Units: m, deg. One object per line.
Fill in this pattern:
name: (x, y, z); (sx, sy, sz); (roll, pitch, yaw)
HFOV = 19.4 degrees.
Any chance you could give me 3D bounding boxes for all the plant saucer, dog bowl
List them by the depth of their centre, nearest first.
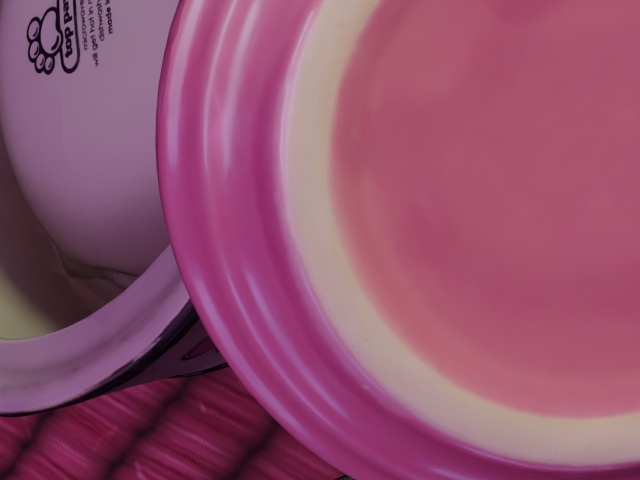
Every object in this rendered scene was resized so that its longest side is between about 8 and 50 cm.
plant saucer: (0.101, -0.038, 0.754); (0.084, 0.332, 0.332); (-129, 43, -78)
dog bowl: (-0.094, -0.110, 0.968); (0.408, 0.150, 0.408); (-8, 79, 43)

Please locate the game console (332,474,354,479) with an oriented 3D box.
game console: (0.070, 0.154, 0.948); (0.122, 0.107, 0.071); (63, 156, 17)
